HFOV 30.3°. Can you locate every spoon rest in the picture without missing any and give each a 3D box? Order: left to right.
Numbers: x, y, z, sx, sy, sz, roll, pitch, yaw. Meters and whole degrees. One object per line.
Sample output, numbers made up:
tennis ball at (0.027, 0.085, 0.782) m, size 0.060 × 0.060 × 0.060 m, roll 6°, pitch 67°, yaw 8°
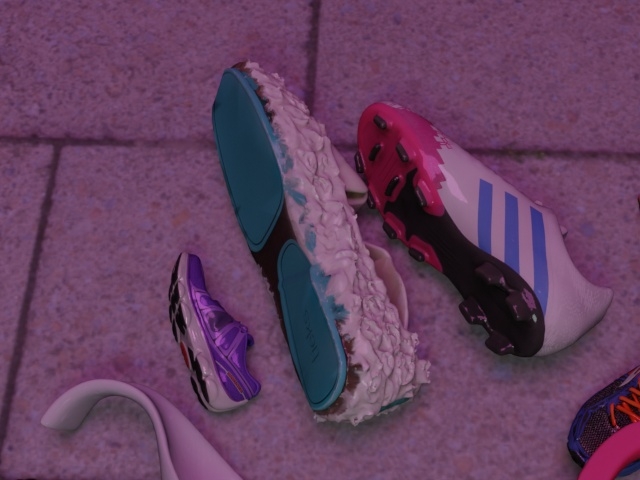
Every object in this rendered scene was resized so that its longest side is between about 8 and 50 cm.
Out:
spoon rest at (-0.129, 0.205, 1.067) m, size 0.276 × 0.137 × 0.084 m, roll 30°, pitch 93°, yaw 24°

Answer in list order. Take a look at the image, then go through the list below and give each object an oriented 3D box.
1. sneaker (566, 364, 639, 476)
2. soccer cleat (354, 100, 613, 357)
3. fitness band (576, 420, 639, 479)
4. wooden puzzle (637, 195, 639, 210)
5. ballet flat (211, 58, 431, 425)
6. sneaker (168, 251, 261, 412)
sneaker at (0.318, 0.137, 1.103) m, size 0.221 × 0.087 × 0.083 m, roll -35°, pitch 64°, yaw -16°
soccer cleat at (0.161, -0.019, 1.203) m, size 0.143 × 0.116 × 0.331 m, roll -15°, pitch 56°, yaw -31°
fitness band at (0.296, 0.272, 0.969) m, size 0.209 × 0.054 × 0.291 m, roll 18°, pitch 51°, yaw 16°
wooden puzzle at (0.363, -0.026, 1.242) m, size 0.049 × 0.006 × 0.083 m, roll -3°, pitch 60°, yaw 0°
ballet flat at (0.000, 0.000, 1.193) m, size 0.147 × 0.147 × 0.409 m, roll -16°, pitch 63°, yaw -7°
sneaker at (-0.106, 0.089, 1.175) m, size 0.071 × 0.068 × 0.170 m, roll -12°, pitch 68°, yaw -22°
